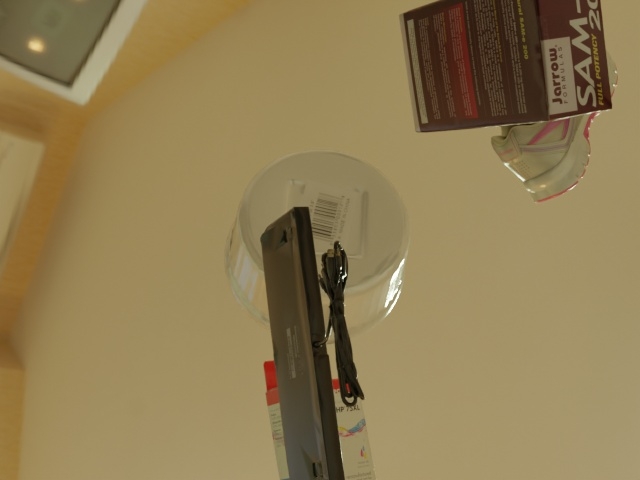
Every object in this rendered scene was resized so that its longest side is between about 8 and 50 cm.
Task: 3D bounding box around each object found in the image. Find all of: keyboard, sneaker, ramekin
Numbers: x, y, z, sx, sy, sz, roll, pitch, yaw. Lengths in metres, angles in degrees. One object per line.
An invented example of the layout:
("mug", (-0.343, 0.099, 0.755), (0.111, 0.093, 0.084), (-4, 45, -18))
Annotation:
("keyboard", (-0.005, 0.117, 1.017), (0.201, 0.033, 0.317), (149, -65, -62))
("sneaker", (0.284, -0.176, 1.149), (0.103, 0.111, 0.252), (-25, -144, 51))
("ramekin", (0.000, 0.000, 1.363), (0.135, 0.277, 0.277), (105, -20, -60))

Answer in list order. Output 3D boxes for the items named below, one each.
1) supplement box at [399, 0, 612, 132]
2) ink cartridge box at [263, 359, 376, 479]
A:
("supplement box", (0.167, -0.175, 0.888), (0.239, 0.073, 0.130), (-168, -112, -68))
("ink cartridge box", (-0.002, 0.291, 1.459), (0.078, 0.134, 0.231), (-27, -111, 49))
